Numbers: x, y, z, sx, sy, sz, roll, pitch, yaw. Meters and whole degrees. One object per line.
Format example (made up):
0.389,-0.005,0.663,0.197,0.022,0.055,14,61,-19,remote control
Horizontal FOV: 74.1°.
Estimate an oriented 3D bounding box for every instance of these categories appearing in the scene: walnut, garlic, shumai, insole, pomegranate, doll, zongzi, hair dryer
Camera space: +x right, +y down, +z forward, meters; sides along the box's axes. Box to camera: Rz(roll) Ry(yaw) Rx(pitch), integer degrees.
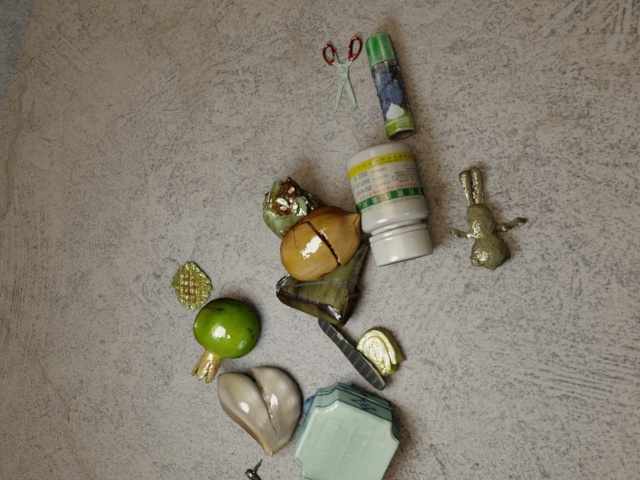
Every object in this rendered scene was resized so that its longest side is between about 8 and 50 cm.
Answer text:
0.000,0.000,1.288,0.298,0.203,0.203,-40,73,24,walnut
-0.222,0.542,1.490,0.340,0.246,0.231,29,55,37,garlic
-0.106,-0.098,1.419,0.255,0.218,0.189,19,83,22,shumai
0.096,0.368,1.386,0.309,0.012,0.110,46,149,21,insole
-0.351,0.348,1.489,0.236,0.236,0.302,21,69,23,pomegranate
0.460,-0.059,1.239,0.202,0.091,0.286,-35,85,-15,doll
0.015,0.106,1.415,0.286,0.138,0.300,16,81,31,zongzi
-0.225,0.840,1.542,0.079,0.031,0.083,32,93,10,hair dryer

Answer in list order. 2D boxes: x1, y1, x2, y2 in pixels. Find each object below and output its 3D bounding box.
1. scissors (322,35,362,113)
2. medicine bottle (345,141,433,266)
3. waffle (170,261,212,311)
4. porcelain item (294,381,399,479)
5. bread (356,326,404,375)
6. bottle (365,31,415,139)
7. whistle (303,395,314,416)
0.079,-0.567,1.460,0.144,0.017,0.248,-4,88,24,scissors
0.213,-0.104,1.281,0.208,0.208,0.340,-17,82,22,medicine bottle
-0.515,0.183,1.681,0.183,0.036,0.169,46,107,19,waffle
0.080,0.606,1.310,0.281,0.157,0.286,22,98,1,porcelain item
0.190,0.356,1.354,0.117,0.064,0.156,-36,76,23,bread
0.220,-0.492,1.353,0.093,0.093,0.330,-16,82,22,bottle
-0.020,0.583,1.427,0.090,0.090,0.158,12,92,23,whistle
